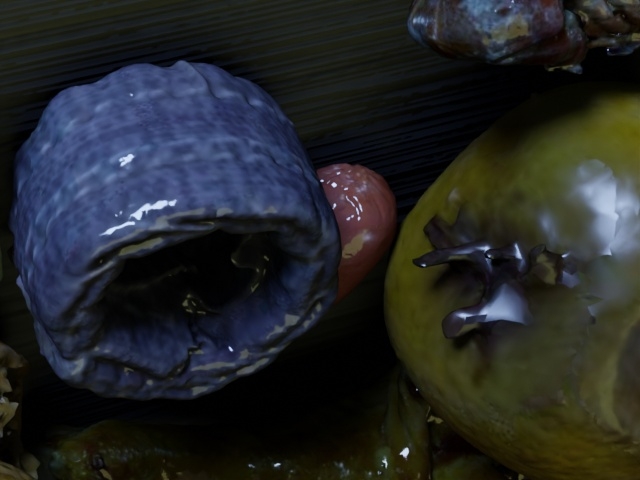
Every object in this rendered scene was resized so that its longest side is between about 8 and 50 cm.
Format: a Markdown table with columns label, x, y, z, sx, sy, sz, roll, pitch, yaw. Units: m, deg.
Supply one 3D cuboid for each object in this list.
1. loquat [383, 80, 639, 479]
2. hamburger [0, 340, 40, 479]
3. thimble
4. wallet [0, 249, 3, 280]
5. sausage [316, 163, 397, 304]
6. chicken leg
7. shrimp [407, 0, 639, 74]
| label | x | y | z | sx | sy | sz | roll | pitch | yaw |
| --- | --- | --- | --- | --- | --- | --- | --- | --- | --- |
| loquat | 0.139 | 0.024 | 0.700 | 0.213 | 0.213 | 0.213 | -17 | 146 | -12 |
| hamburger | -0.219 | 0.157 | 0.652 | 0.260 | 0.211 | 0.245 | -27 | 147 | 12 |
| thimble | -0.068 | -0.003 | 0.629 | 0.150 | 0.098 | 0.150 | -17 | 145 | -12 |
| wallet | -0.192 | -0.020 | 0.579 | 0.110 | 0.039 | 0.155 | -12 | 145 | -16 |
| sausage | 0.000 | 0.000 | 0.709 | 0.054 | 0.059 | 0.094 | 8 | 135 | -36 |
| chicken leg | 0.015 | 0.133 | 0.830 | 0.361 | 0.140 | 0.211 | 4 | 146 | -41 |
| shrimp | 0.145 | -0.133 | 0.608 | 0.233 | 0.079 | 0.090 | -22 | 109 | -9 |
